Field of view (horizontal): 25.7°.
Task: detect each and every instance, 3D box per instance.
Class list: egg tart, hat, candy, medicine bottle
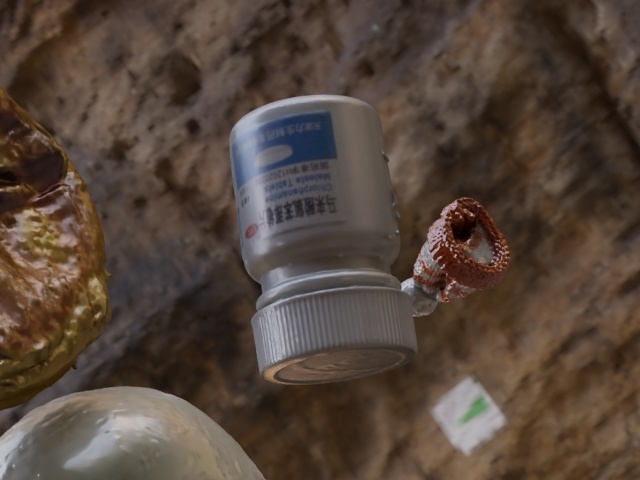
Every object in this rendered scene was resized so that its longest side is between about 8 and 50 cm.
[{"bbox_3d":[-0.340,0.005,1.207,0.153,0.339,0.351,-32,21,38],"label":"egg tart"},{"bbox_3d":[0.148,0.035,1.691,0.093,0.112,0.162,-15,-23,-35],"label":"hat"},{"bbox_3d":[-0.175,0.259,1.246,0.295,0.295,0.185,-29,-15,-28],"label":"candy"},{"bbox_3d":[0.000,0.000,0.898,0.105,0.168,0.105,-8,-16,-2],"label":"medicine bottle"}]
